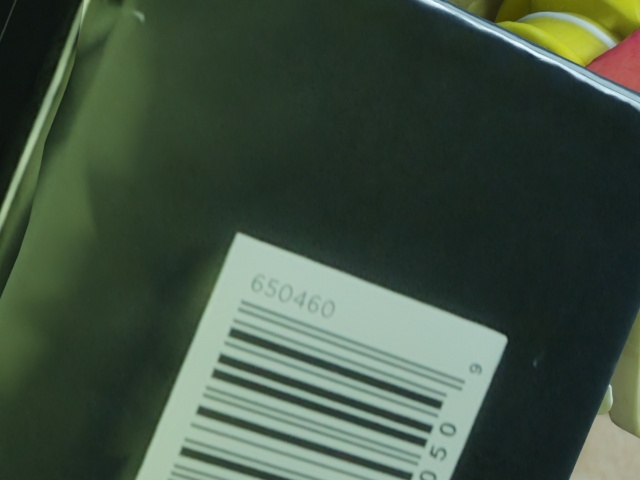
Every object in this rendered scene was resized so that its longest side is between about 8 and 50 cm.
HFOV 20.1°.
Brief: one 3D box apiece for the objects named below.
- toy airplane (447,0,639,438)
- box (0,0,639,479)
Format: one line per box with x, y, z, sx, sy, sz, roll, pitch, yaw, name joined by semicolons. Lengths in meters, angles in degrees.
0.164;-0.114;0.882;0.384;0.272;0.386;36;67;-65;toy airplane
-0.109;0.028;0.652;0.212;0.395;0.293;21;91;-32;box
